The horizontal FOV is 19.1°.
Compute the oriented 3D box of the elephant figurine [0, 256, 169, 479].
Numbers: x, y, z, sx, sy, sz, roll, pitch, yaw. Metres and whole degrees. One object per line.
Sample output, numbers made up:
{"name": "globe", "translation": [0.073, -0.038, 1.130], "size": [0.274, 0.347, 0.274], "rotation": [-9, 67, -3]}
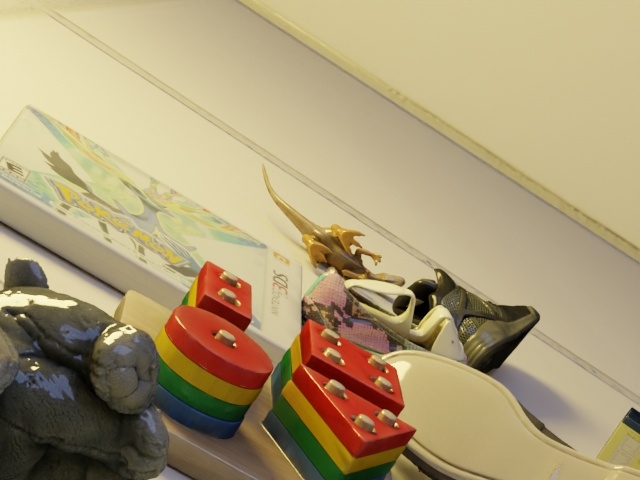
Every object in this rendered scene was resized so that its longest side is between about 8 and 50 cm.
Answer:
{"name": "elephant figurine", "translation": [-0.217, 0.102, 1.071], "size": [0.239, 0.169, 0.186], "rotation": [-2, 4, -41]}

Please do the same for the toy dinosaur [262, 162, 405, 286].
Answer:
{"name": "toy dinosaur", "translation": [0.000, 0.000, 2.137], "size": [0.211, 0.064, 0.112], "rotation": [41, -5, -3]}

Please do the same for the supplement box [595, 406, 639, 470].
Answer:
{"name": "supplement box", "translation": [0.329, 0.233, 1.961], "size": [0.083, 0.083, 0.056], "rotation": [35, 13, 11]}

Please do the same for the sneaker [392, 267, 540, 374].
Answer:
{"name": "sneaker", "translation": [0.164, 0.084, 2.112], "size": [0.130, 0.087, 0.227], "rotation": [43, 21, 15]}

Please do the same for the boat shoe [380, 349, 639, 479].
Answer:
{"name": "boat shoe", "translation": [0.176, 0.210, 1.644], "size": [0.335, 0.095, 0.112], "rotation": [28, 54, 27]}

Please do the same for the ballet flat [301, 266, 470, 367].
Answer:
{"name": "ballet flat", "translation": [0.083, 0.091, 1.920], "size": [0.221, 0.079, 0.077], "rotation": [27, 13, -22]}

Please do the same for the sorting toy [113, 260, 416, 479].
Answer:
{"name": "sorting toy", "translation": [-0.038, 0.122, 1.504], "size": [0.257, 0.089, 0.255], "rotation": [30, 13, -10]}

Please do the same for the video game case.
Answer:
{"name": "video game case", "translation": [-0.162, -0.006, 1.797], "size": [0.329, 0.036, 0.300], "rotation": [30, 13, -8]}
